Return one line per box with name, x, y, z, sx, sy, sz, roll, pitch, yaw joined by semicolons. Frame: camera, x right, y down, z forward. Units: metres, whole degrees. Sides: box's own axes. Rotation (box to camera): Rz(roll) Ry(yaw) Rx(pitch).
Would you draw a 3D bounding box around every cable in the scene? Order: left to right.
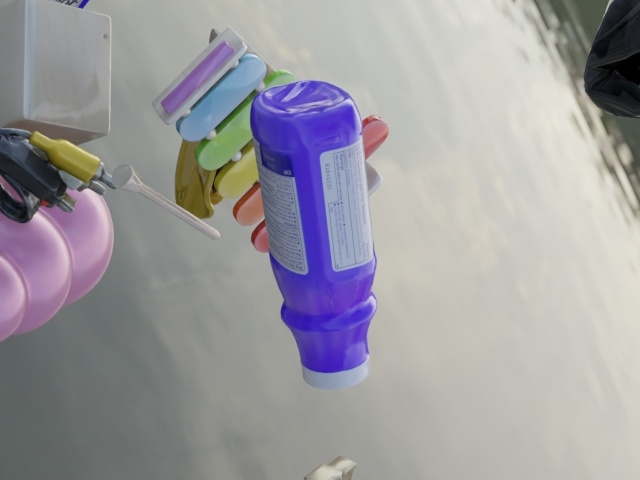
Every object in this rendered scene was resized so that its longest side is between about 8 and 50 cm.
cable;-0.364;-0.120;1.620;0.287;0.139;0.072;45;42;-26

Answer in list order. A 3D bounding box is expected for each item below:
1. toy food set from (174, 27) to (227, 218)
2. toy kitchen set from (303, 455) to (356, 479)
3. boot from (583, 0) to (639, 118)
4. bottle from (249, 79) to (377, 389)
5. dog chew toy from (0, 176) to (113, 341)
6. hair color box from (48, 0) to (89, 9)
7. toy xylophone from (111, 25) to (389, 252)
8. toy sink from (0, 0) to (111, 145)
toy food set;-0.109;-0.128;1.725;0.071;0.218;0.128;10;18;-24
toy kitchen set;0.018;0.219;1.098;0.083;0.075;0.068;-24;130;-59
boot;0.334;-0.304;1.352;0.367;0.146;0.445;103;0;-67
bottle;0.000;0.000;1.335;0.118;0.092;0.283;-136;-145;-61
dog chew toy;-0.397;0.027;1.855;0.207;0.206;0.332;59;25;-15
hair color box;-0.296;-0.484;1.951;0.110;0.339;0.185;22;35;-39
toy xylophone;-0.078;-0.093;1.591;0.322;0.236;0.081;28;17;-47
toy sink;-0.371;-0.190;1.804;0.131;0.234;0.153;8;75;-42
